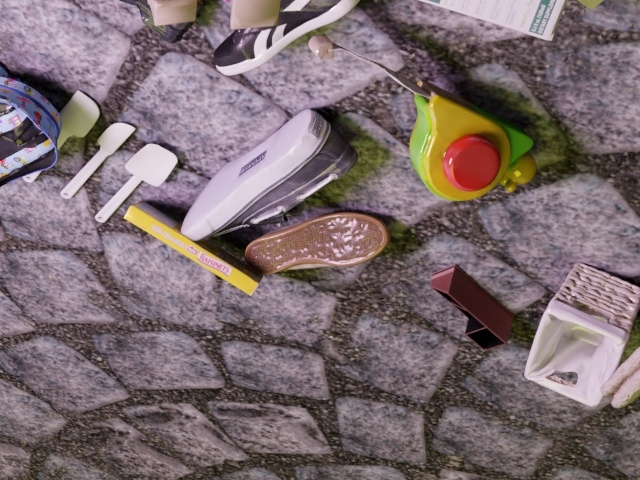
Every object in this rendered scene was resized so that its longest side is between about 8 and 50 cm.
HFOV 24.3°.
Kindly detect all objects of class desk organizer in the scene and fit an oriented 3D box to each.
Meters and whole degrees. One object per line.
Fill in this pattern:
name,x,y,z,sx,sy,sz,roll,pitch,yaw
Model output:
desk organizer,0.208,0.095,2.066,0.130,0.050,0.047,40,138,-25

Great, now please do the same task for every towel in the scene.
towel,0.477,0.106,1.863,0.049,0.187,0.282,52,147,17

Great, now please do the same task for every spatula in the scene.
spatula,-0.313,-0.103,2.069,0.168,0.019,0.242,30,142,-16

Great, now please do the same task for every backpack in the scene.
backpack,-0.420,-0.157,1.964,0.173,0.117,0.158,-13,132,36

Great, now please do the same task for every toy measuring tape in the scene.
toy measuring tape,0.112,-0.127,1.744,0.330,0.121,0.121,23,145,-24

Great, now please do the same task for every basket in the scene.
basket,0.353,0.124,1.985,0.113,0.103,0.167,23,143,12

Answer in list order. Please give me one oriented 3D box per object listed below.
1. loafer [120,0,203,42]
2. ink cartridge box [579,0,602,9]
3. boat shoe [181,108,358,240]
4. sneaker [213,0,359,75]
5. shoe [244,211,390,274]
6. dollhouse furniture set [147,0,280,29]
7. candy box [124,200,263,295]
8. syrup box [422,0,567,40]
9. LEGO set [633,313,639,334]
loafer,-0.213,-0.307,1.743,0.170,0.062,0.061,36,118,-27
ink cartridge box,0.302,-0.284,1.545,0.028,0.048,0.083,32,140,-16
boat shoe,-0.068,-0.064,1.948,0.102,0.108,0.301,37,133,-21
sneaker,-0.066,-0.281,1.695,0.217,0.079,0.121,-26,122,33
shoe,0.000,0.000,2.040,0.219,0.058,0.076,-9,99,27
dollhouse furniture set,-0.208,-0.359,1.425,0.303,0.286,0.198,-8,144,-12
candy box,-0.175,0.009,2.068,0.206,0.027,0.105,32,-178,-1
syrup box,0.148,-0.303,1.551,0.237,0.096,0.093,17,144,1
LEGO set,0.434,0.104,2.002,0.054,0.023,0.083,-16,131,38
